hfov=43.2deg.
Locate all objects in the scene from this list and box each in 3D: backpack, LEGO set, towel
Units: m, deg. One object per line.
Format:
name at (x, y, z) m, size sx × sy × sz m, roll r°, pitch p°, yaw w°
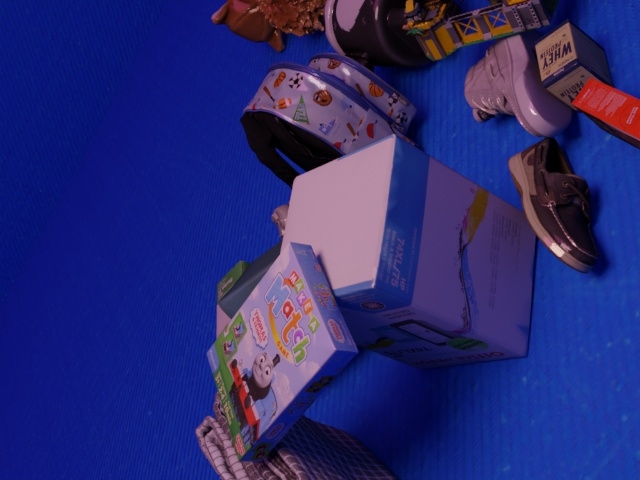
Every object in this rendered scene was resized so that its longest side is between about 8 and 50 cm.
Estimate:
backpack at (0.013, -0.193, 1.350) m, size 0.276 × 0.263 × 0.213 m, roll 7°, pitch 73°, yaw 58°
LEGO set at (0.237, -0.441, 1.181) m, size 0.255 × 0.192 × 0.331 m, roll 4°, pitch 52°, yaw 46°
towel at (-0.011, 0.311, 1.054) m, size 0.121 × 0.235 × 0.283 m, roll -57°, pitch 32°, yaw -1°

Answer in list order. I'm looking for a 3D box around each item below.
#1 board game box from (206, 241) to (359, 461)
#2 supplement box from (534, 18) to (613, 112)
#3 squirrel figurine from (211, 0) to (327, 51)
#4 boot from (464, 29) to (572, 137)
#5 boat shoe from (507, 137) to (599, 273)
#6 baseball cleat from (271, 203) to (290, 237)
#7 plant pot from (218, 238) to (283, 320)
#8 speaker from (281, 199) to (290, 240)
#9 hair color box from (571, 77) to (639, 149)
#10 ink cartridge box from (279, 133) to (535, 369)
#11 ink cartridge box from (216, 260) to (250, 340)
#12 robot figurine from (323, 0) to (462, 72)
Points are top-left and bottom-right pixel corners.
board game box at (-0.052, 0.131, 0.943) m, size 0.211 × 0.039 × 0.160 m, roll -52°, pitch 44°, yaw 29°
supplement box at (0.337, -0.231, 1.077) m, size 0.056 × 0.083 × 0.083 m, roll -33°, pitch 44°, yaw 41°
squirrel figurine at (-0.097, -0.605, 1.811) m, size 0.370 × 0.281 × 0.397 m, roll -57°, pitch 29°, yaw 22°
boot at (0.273, -0.202, 1.152) m, size 0.123 × 0.095 × 0.258 m, roll -46°, pitch 24°, yaw 36°
boat shoe at (0.299, -0.055, 1.011) m, size 0.073 × 0.080 × 0.224 m, roll -50°, pitch 29°, yaw 29°
baseball cleat at (0.000, 0.000, 1.412) m, size 0.206 × 0.109 × 0.072 m, roll 54°, pitch 155°, yaw 28°
plant pot at (0.001, 0.060, 1.244) m, size 0.234 × 0.166 × 0.165 m, roll -39°, pitch 8°, yaw 25°
speaker at (-0.043, -0.008, 1.496) m, size 0.055 × 0.055 × 0.136 m, roll -20°, pitch 53°, yaw 48°
hair color box at (0.375, -0.142, 0.970) m, size 0.043 × 0.072 × 0.141 m, roll -56°, pitch 32°, yaw 11°
ink cartridge box at (0.113, 0.030, 1.038) m, size 0.198 × 0.270 × 0.197 m, roll -19°, pitch 54°, yaw 49°
ink cartridge box at (-0.092, 0.158, 1.354) m, size 0.087 × 0.153 × 0.208 m, roll -42°, pitch 37°, yaw 34°
robot figurine at (0.119, -0.393, 1.421) m, size 0.278 × 0.209 × 0.174 m, roll 24°, pitch 133°, yaw 58°
